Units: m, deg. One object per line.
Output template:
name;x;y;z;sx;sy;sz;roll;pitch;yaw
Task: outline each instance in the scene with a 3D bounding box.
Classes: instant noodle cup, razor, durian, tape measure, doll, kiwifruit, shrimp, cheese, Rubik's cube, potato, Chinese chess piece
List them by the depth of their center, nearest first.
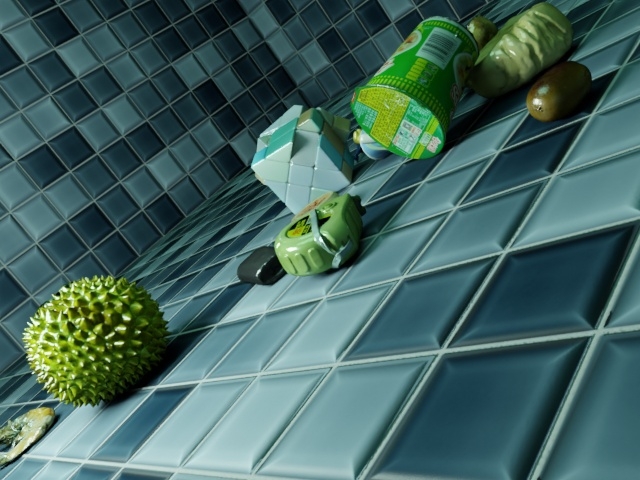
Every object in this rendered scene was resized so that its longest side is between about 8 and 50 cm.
kiwifruit;0.368;-0.228;1.025;0.124;0.075;0.075;-41;14;-29
tape measure;0.000;0.000;1.128;0.153;0.088;0.177;-20;19;15
durian;-0.412;0.192;1.265;0.291;0.224;0.291;-37;-23;-19
razor;-0.114;0.050;1.315;0.090;0.054;0.148;-44;15;-16
instant noodle cup;0.202;-0.317;1.329;0.233;0.207;0.207;-58;21;-20
cheese;0.406;-0.387;1.391;0.214;0.117;0.226;-44;10;-16
Chinese chess piece;-0.004;-0.053;1.394;0.122;0.051;0.122;-35;14;10
shrimp;-0.656;0.426;1.413;0.217;0.051;0.150;-26;24;23
doll;0.170;-0.246;1.523;0.241;0.135;0.099;-15;53;59
potato;0.380;-0.439;1.576;0.164;0.081;0.200;-58;-16;-4
Rubik's cube;-0.040;-0.207;1.664;0.265;0.224;0.213;-27;32;26

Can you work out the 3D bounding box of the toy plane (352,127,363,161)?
toy plane;0.107;-0.262;1.804;0.054;0.062;0.167;-26;27;35
